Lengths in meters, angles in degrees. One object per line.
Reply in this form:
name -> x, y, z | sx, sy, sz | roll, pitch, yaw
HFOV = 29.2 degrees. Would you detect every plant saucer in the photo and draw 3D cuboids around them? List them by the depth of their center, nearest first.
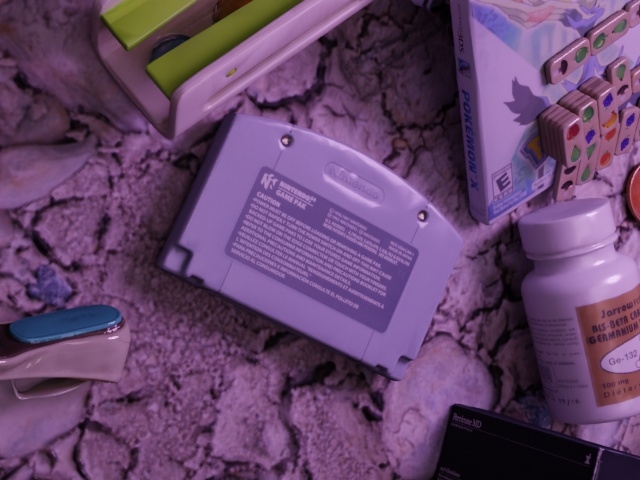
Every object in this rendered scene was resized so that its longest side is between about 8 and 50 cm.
plant saucer -> 0.399, -0.057, 1.470 | 0.083, 0.013, 0.083 | -2, 94, -26

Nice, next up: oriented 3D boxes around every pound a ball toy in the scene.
pound a ball toy -> -0.079, -0.268, 1.187 | 0.319, 0.136, 0.208 | -38, 82, -19

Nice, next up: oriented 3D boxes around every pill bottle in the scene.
pill bottle -> 0.293, 0.076, 1.360 | 0.131, 0.131, 0.229 | -19, 100, -24

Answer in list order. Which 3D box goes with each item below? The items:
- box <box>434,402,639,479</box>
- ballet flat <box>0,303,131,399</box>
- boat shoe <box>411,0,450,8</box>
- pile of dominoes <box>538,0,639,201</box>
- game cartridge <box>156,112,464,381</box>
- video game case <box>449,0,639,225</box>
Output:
box -> 0.220, 0.284, 1.263 | 0.103, 0.261, 0.184 | 15, 86, -25
ballet flat -> -0.292, 0.111, 1.117 | 0.248, 0.086, 0.086 | -2, 93, -26
boat shoe -> 0.237, -0.324, 1.306 | 0.335, 0.121, 0.119 | -35, 82, -21
pile of dominoes -> 0.346, -0.166, 1.348 | 0.251, 0.040, 0.196 | -35, 136, -17
game cartridge -> 0.000, 0.000, 1.262 | 0.297, 0.062, 0.198 | 28, 76, -24
video game case -> 0.282, -0.208, 1.318 | 0.329, 0.036, 0.300 | -31, 135, -21
